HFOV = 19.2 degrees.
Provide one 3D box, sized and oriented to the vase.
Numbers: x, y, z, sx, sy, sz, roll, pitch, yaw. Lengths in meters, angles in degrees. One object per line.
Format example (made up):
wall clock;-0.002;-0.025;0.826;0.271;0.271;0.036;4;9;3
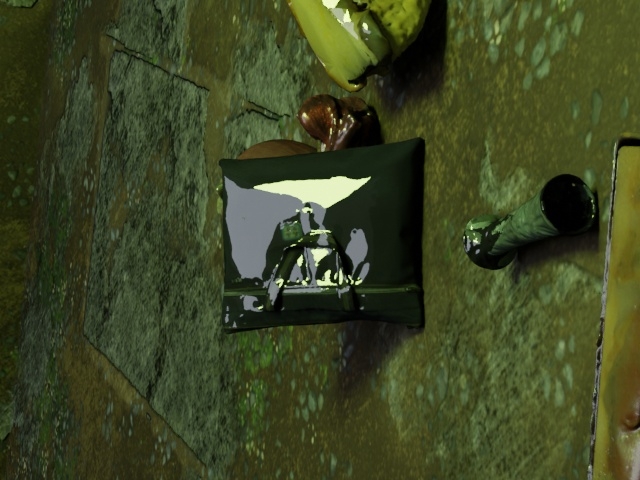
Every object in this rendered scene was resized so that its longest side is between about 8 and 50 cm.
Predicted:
vase;0.195;-0.015;1.779;0.167;0.059;0.059;151;120;-65

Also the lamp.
lamp;-0.024;-0.063;2.255;0.223;0.151;0.215;-2;92;26

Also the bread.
bread;0.034;-0.304;2.102;0.204;0.162;0.262;-25;86;64

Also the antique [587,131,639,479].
antique;0.282;0.070;1.512;0.093;0.087;0.310;-169;84;-67

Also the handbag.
handbag;0.000;0.000;2.114;0.254;0.088;0.211;-5;81;24
